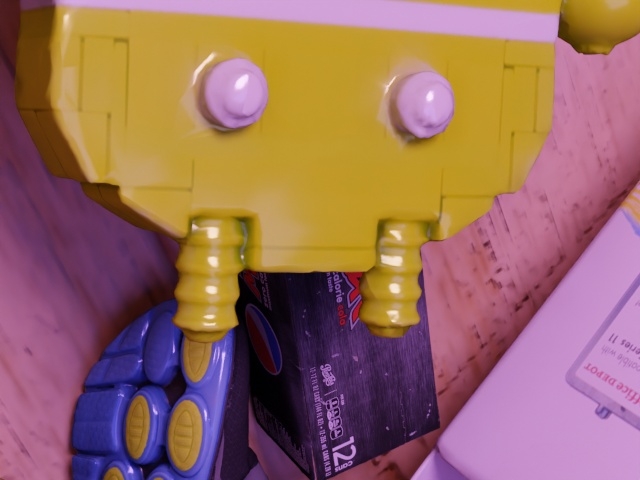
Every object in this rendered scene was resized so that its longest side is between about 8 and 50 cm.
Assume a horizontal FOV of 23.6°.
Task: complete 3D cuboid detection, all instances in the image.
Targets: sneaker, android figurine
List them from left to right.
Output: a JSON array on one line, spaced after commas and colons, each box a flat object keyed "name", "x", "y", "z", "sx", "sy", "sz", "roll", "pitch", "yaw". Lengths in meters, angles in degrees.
[{"name": "sneaker", "x": -0.045, "y": 0.103, "z": 0.581, "sx": 0.078, "sy": 0.067, "sz": 0.188, "roll": -26, "pitch": 124, "yaw": -44}, {"name": "android figurine", "x": -0.003, "y": -0.105, "z": 0.461, "sx": 0.248, "sy": 0.056, "sz": 0.273, "roll": 3, "pitch": 93, "yaw": -26}]

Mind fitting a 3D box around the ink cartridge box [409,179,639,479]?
[{"name": "ink cartridge box", "x": 0.185, "y": 0.063, "z": 0.631, "sx": 0.353, "sy": 0.119, "sz": 0.207, "roll": -52, "pitch": 143, "yaw": -1}]

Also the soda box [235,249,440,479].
[{"name": "soda box", "x": 0.000, "y": 0.000, "z": 0.558, "sx": 0.060, "sy": 0.053, "sz": 0.169, "roll": -21, "pitch": 121, "yaw": -23}]

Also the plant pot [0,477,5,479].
[{"name": "plant pot", "x": -0.142, "y": 0.121, "z": 0.500, "sx": 0.134, "sy": 0.095, "sz": 0.134, "roll": -12, "pitch": 117, "yaw": -26}]
